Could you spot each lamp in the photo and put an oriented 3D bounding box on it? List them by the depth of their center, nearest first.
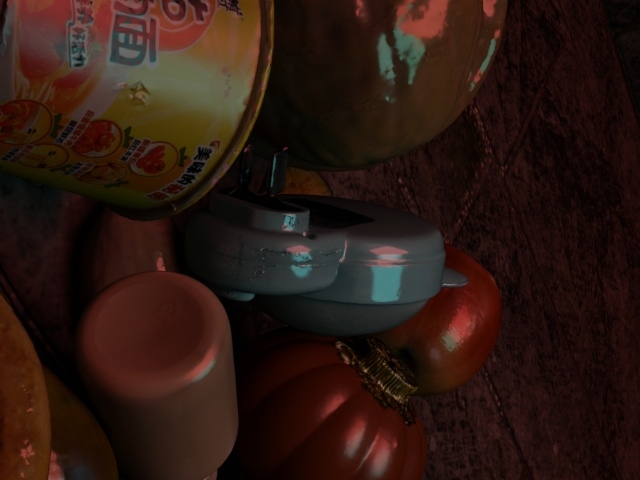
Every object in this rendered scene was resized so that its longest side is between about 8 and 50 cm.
[{"bbox_3d":[-0.003,0.012,0.904,0.284,0.209,0.147,23,84,-50],"label":"lamp"},{"bbox_3d":[0.004,0.184,0.951,0.223,0.196,0.223,43,11,-10],"label":"lamp"}]

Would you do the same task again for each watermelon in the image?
[{"bbox_3d":[-0.037,-0.007,1.091,0.092,0.075,0.181,21,52,-4],"label":"watermelon"}]

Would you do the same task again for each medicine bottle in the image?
[{"bbox_3d":[-0.123,0.137,0.773,0.252,0.114,0.114,91,13,-52],"label":"medicine bottle"}]

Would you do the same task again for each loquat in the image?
[{"bbox_3d":[-0.214,0.171,0.667,0.152,0.152,0.195,0,74,-58],"label":"loquat"}]

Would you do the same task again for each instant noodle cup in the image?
[{"bbox_3d":[-0.190,-0.152,0.699,0.200,0.264,0.264,8,75,-49],"label":"instant noodle cup"}]

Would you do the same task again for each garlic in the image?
[{"bbox_3d":[-0.159,0.024,0.861,0.128,0.091,0.198,-1,76,-73],"label":"garlic"}]

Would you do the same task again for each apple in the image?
[{"bbox_3d":[0.132,0.102,1.206,0.199,0.199,0.199,22,64,-54],"label":"apple"}]

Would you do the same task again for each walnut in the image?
[{"bbox_3d":[0.015,-0.251,0.970,0.381,0.381,0.381,22,64,-54],"label":"walnut"}]

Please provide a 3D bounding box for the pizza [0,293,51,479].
[{"bbox_3d":[-0.274,0.095,0.584,0.292,0.197,0.058,58,-19,26],"label":"pizza"}]
